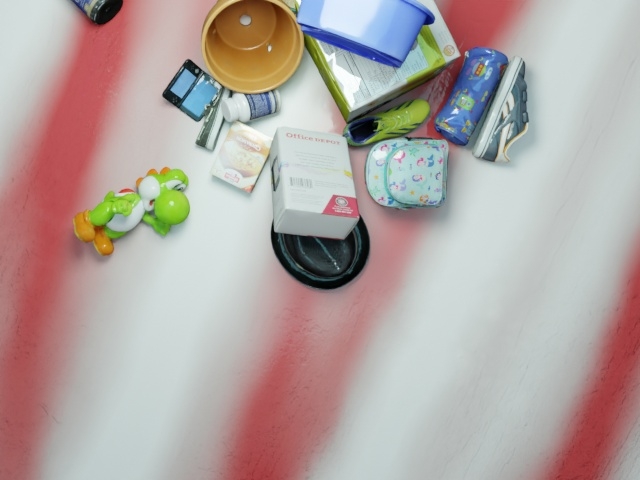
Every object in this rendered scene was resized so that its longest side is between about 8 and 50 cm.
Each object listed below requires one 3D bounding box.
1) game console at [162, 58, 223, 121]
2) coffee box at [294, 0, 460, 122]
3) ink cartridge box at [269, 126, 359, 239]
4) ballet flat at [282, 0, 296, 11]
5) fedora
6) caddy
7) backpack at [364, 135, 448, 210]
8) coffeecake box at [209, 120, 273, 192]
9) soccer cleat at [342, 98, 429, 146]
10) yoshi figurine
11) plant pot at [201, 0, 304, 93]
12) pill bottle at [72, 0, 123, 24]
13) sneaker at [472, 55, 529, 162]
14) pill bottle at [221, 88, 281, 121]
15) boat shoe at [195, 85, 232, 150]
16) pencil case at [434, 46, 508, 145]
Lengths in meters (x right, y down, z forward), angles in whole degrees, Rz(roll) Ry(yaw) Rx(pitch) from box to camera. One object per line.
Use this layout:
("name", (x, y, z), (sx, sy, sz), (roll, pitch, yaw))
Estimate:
("game console", (-0.397, -0.466, 1.841), (0.085, 0.124, 0.144), (37, 93, 24))
("coffee box", (0.147, -0.572, 1.707), (0.334, 0.337, 0.338), (-27, 94, 2))
("ink cartridge box", (-0.026, -0.168, 1.737), (0.226, 0.131, 0.306), (6, 54, -19))
("ballet flat", (-0.103, -0.741, 1.783), (0.206, 0.073, 0.067), (31, 127, 30))
("fedora", (0.000, 0.000, 1.838), (0.333, 0.152, 0.334), (0, 94, -1))
("caddy", (0.102, -0.553, 1.422), (0.341, 0.241, 0.179), (20, 102, -1))
("backpack", (0.260, -0.206, 1.813), (0.253, 0.191, 0.225), (2, 100, 4))
("coffeecake box", (-0.243, -0.263, 1.861), (0.142, 0.068, 0.186), (26, 94, -3))
("soccer cleat", (0.208, -0.361, 1.829), (0.289, 0.121, 0.094), (-20, 93, 1))
("yoshi figurine", (-0.553, -0.078, 1.823), (0.362, 0.203, 0.203), (-31, 109, 0))
("plant pot", (-0.207, -0.609, 1.733), (0.290, 0.204, 0.291), (-8, 134, -8))
("pill bottle", (-0.719, -0.776, 1.797), (0.219, 0.123, 0.123), (44, 93, -3))
("sneaker", (0.585, -0.397, 1.829), (0.127, 0.126, 0.321), (19, 104, 3))
("pill bottle", (-0.213, -0.416, 1.808), (0.169, 0.094, 0.094), (-23, 94, -25))
("boat shoe", (-0.333, -0.394, 1.847), (0.070, 0.078, 0.220), (20, 95, -3))
("pencil case", (0.458, -0.450, 1.825), (0.133, 0.119, 0.306), (25, 94, 2))
